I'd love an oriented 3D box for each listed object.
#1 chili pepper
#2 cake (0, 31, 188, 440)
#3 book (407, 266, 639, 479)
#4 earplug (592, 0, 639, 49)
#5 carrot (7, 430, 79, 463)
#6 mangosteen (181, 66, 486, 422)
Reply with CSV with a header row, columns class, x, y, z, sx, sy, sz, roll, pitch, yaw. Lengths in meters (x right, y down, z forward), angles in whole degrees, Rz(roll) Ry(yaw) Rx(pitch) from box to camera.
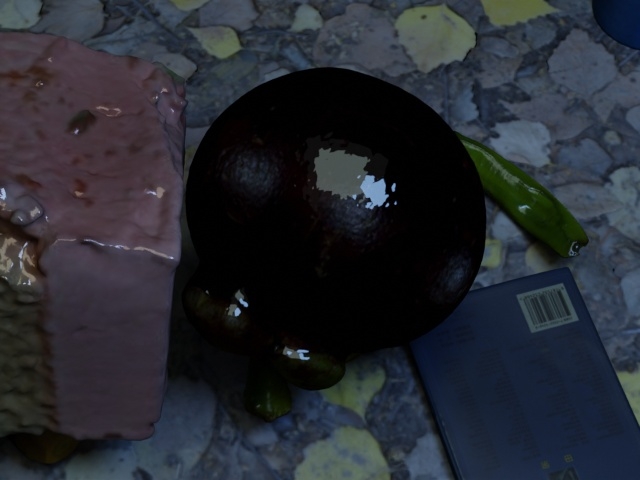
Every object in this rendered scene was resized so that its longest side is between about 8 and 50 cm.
class,x,y,z,sx,sy,sz,roll,pitch,yaw
chili pepper,0.210,-0.048,1.488,0.052,0.050,0.202,-45,66,-7
cake,-0.275,-0.003,1.255,0.307,0.293,0.314,7,46,-8
book,0.205,0.162,1.372,0.191,0.025,0.269,-14,60,-9
earplug,0.393,-0.345,1.543,0.133,0.273,0.132,0,59,-1
carrot,-0.357,0.106,1.374,0.314,0.066,0.066,37,64,23
mangosteen,-0.004,-0.014,1.317,0.313,0.297,0.297,-30,64,-23
